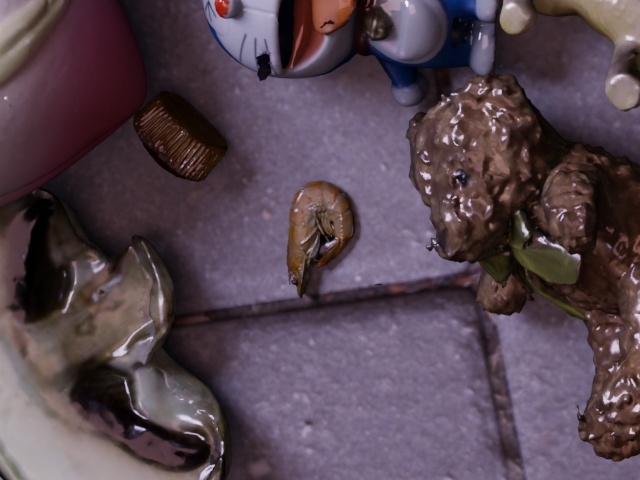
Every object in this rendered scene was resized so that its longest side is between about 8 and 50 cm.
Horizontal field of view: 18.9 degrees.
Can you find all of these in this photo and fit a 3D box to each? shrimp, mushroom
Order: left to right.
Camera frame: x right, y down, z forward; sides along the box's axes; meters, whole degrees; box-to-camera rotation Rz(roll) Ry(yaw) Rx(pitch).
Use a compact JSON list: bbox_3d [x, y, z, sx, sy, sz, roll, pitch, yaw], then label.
[{"bbox_3d":[-0.218,0.107,1.735,0.344,0.130,0.247,45,94,-2],"label":"mushroom"},{"bbox_3d":[0.000,0.000,1.702,0.059,0.023,0.108,4,106,4],"label":"shrimp"}]

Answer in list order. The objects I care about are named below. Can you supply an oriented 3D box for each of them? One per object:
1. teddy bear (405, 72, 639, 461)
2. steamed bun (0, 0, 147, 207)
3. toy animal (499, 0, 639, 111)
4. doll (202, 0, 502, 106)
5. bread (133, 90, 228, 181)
[{"bbox_3d":[0.182,0.022,1.557,0.222,0.246,0.296,3,76,-6],"label":"teddy bear"},{"bbox_3d":[-0.284,-0.153,1.602,0.309,0.309,0.309,3,105,13],"label":"steamed bun"},{"bbox_3d":[0.260,-0.173,1.516,0.233,0.169,0.121,34,122,3],"label":"toy animal"},{"bbox_3d":[0.027,-0.197,1.577,0.256,0.161,0.215,8,131,9],"label":"doll"},{"bbox_3d":[-0.127,-0.087,1.679,0.085,0.085,0.053,44,104,0],"label":"bread"}]
